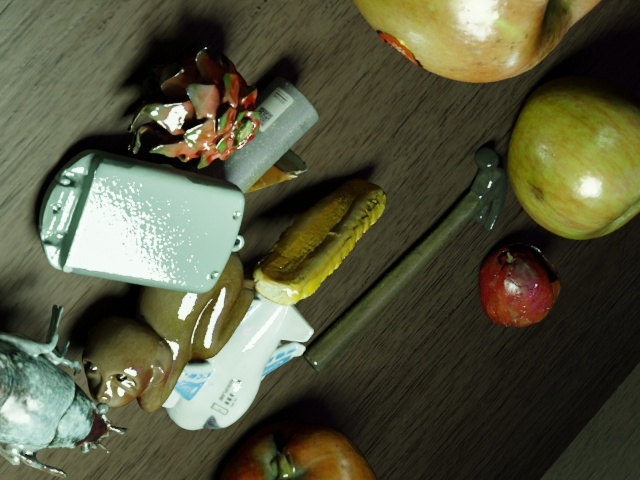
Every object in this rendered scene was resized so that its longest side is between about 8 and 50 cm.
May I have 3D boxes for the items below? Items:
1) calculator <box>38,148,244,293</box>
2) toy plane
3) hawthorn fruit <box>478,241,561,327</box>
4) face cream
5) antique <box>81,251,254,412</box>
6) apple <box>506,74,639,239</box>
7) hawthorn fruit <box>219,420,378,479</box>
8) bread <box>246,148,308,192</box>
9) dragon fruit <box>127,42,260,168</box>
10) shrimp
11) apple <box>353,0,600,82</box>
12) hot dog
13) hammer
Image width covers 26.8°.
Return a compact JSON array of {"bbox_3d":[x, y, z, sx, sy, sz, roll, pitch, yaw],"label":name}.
[{"bbox_3d":[-0.191,-0.017,1.483,0.246,0.045,0.141,11,107,-32],"label":"calculator"},{"bbox_3d":[-0.118,0.159,1.800,0.267,0.123,0.267,-32,158,-15],"label":"toy plane"},{"bbox_3d":[0.344,0.069,2.358,0.148,0.148,0.172,-42,134,-15],"label":"hawthorn fruit"},{"bbox_3d":[-0.122,-0.074,1.577,0.283,0.073,0.073,-45,151,-9],"label":"face cream"},{"bbox_3d":[-0.190,0.095,1.631,0.257,0.121,0.143,-45,151,-13],"label":"antique"},{"bbox_3d":[0.418,-0.137,2.130,0.264,0.264,0.264,-35,148,-26],"label":"apple"},{"bbox_3d":[-0.031,0.405,2.076,0.267,0.267,0.301,-37,147,-24],"label":"hawthorn fruit"},{"bbox_3d":[-0.066,-0.097,1.655,0.043,0.109,0.062,-33,104,-38],"label":"bread"},{"bbox_3d":[-0.132,-0.141,1.444,0.142,0.121,0.130,35,60,-37],"label":"dragon fruit"},{"bbox_3d":[-0.354,0.154,1.423,0.221,0.166,0.410,-60,154,-6],"label":"shrimp"},{"bbox_3d":[0.155,-0.345,1.390,0.338,0.305,0.338,-45,165,-16],"label":"apple"},{"bbox_3d":[0.001,0.001,1.773,0.289,0.083,0.068,-44,164,-50],"label":"hot dog"},{"bbox_3d":[0.137,0.041,2.121,0.440,0.044,0.168,-44,150,-12],"label":"hammer"}]
